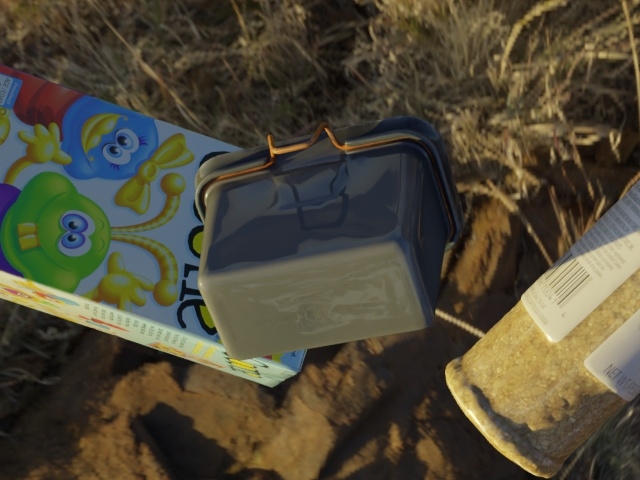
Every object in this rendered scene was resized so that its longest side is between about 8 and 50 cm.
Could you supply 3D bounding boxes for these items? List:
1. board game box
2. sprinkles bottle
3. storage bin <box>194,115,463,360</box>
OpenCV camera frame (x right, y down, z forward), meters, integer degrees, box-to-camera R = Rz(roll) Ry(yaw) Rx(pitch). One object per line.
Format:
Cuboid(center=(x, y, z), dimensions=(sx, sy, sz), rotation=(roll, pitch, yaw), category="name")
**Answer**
Cuboid(center=(-0.134, -0.006, 0.912), dimensions=(0.275, 0.144, 0.142), rotation=(19, 77, -6), category="board game box")
Cuboid(center=(0.256, 0.020, 0.941), dimensions=(0.355, 0.121, 0.121), rotation=(-46, 73, 12), category="sprinkles bottle")
Cuboid(center=(0.000, 0.000, 0.622), dimensions=(0.135, 0.098, 0.091), rotation=(-11, 34, 12), category="storage bin")
